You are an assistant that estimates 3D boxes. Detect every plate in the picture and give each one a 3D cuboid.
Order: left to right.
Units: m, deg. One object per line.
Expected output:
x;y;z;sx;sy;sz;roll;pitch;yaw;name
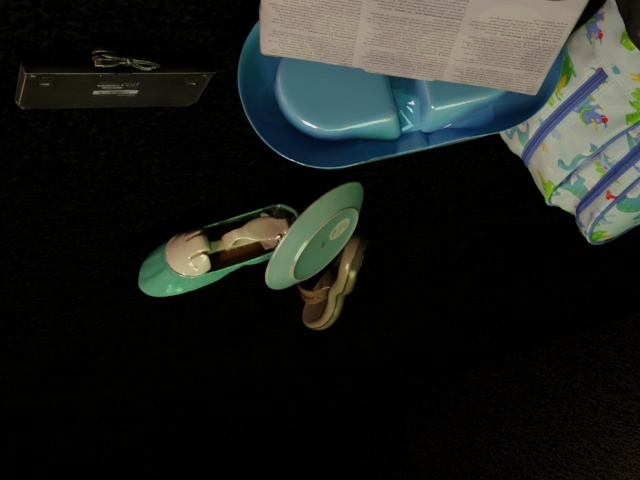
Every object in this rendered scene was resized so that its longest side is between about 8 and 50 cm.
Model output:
0.000;0.000;1.327;0.188;0.024;0.188;-41;159;-20;plate

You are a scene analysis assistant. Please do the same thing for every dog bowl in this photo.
0.073;-0.155;0.914;0.297;0.166;0.074;-13;171;-3;dog bowl

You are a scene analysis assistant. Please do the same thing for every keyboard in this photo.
-0.192;-0.156;0.926;0.180;0.023;0.108;-6;165;-24;keyboard

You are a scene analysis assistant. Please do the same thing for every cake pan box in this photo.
0.074;-0.211;0.761;0.266;0.070;0.246;8;159;1;cake pan box

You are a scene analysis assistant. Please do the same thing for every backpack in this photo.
0.332;-0.153;0.983;0.290;0.273;0.355;-32;-176;-30;backpack

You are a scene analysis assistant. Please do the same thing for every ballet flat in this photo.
-0.131;0.004;1.310;0.247;0.083;0.087;-18;161;-7;ballet flat

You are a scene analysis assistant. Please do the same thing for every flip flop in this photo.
0.007;0.058;1.532;0.080;0.112;0.277;16;157;-5;flip flop
